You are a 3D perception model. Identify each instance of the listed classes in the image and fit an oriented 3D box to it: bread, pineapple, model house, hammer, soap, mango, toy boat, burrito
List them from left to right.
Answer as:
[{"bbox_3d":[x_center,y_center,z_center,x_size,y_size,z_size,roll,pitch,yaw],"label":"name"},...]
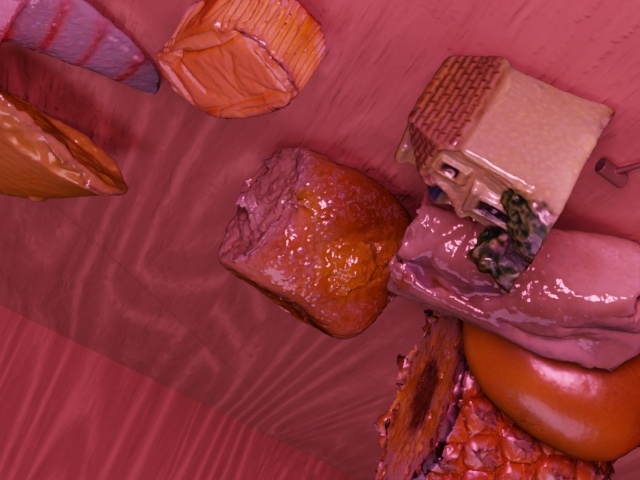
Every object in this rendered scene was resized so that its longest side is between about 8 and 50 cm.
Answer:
[{"bbox_3d":[-0.477,-0.155,2.453,0.427,0.115,0.306,4,156,47],"label":"soap"},{"bbox_3d":[-0.313,-0.248,2.079,0.282,0.096,0.206,23,149,-23],"label":"toy boat"},{"bbox_3d":[-0.084,-0.211,1.836,0.190,0.114,0.132,-10,132,46],"label":"bread"},{"bbox_3d":[0.000,0.000,2.156,0.246,0.195,0.176,34,163,-25],"label":"bread"},{"bbox_3d":[0.171,-0.076,1.777,0.189,0.195,0.214,32,159,3],"label":"model house"},{"bbox_3d":[0.254,0.268,2.384,0.300,0.352,0.352,21,163,-20],"label":"pineapple"},{"bbox_3d":[0.248,0.055,2.018,0.332,0.135,0.190,21,118,10],"label":"burrito"},{"bbox_3d":[0.318,0.157,2.174,0.317,0.211,0.173,36,160,2],"label":"mango"},{"bbox_3d":[0.344,-0.082,1.798,0.035,0.019,0.110,33,154,-24],"label":"hammer"}]
